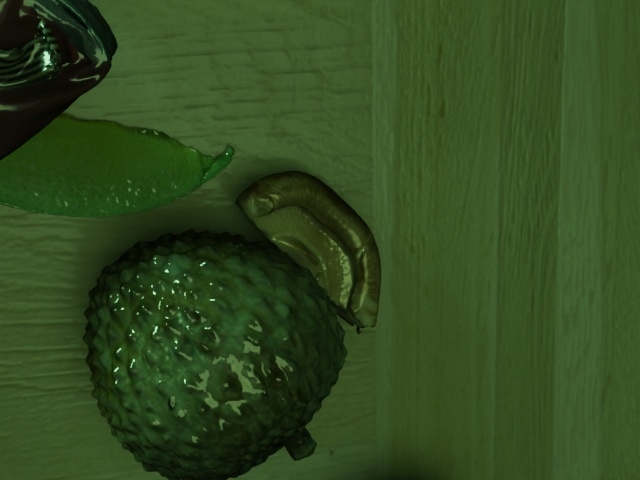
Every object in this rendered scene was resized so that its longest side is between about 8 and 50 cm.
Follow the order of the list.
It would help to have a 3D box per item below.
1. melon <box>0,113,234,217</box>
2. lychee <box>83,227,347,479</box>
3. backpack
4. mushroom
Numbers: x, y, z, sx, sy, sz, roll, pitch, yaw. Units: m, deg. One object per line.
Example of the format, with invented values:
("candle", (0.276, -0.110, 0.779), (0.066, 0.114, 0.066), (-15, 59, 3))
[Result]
("melon", (-0.216, -0.079, 1.388), (0.261, 0.053, 0.114), (-1, 87, -18))
("lychee", (-0.105, 0.115, 1.367), (0.274, 0.255, 0.255), (42, 92, 3))
("backpack", (-0.376, -0.188, 1.222), (0.283, 0.197, 0.317), (-42, 108, 7))
("mushroom", (0.000, 0.000, 1.440), (0.094, 0.072, 0.210), (-45, 114, 3))
